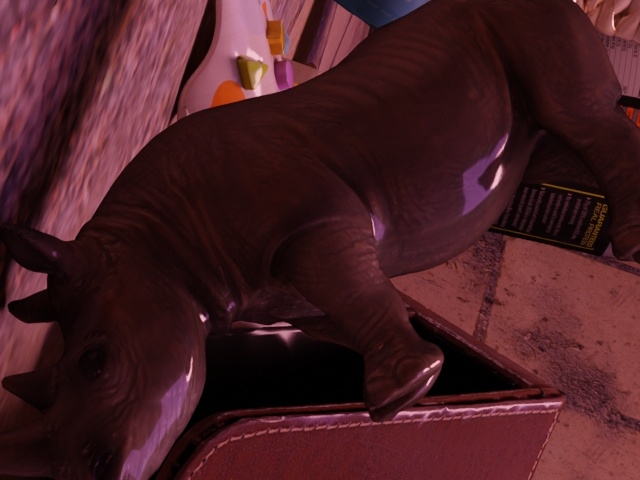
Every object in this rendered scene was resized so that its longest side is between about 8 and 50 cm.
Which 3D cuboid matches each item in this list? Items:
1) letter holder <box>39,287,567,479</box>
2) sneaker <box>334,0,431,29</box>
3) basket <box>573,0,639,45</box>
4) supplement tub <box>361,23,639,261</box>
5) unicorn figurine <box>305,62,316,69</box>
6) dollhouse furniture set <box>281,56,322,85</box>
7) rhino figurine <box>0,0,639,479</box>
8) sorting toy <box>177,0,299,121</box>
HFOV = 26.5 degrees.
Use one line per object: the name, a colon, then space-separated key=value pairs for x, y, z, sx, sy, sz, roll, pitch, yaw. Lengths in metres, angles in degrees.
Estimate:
letter holder: x=-0.067 y=0.165 z=0.556 sx=0.214 sy=0.152 sz=0.302 roll=2 pitch=113 yaw=-48
sneaker: x=0.080 y=-0.174 z=0.436 sx=0.319 sy=0.127 sz=0.208 roll=-30 pitch=-148 yaw=57
basket: x=0.186 y=-0.345 z=1.041 sx=0.328 sy=0.266 sz=0.331 roll=-71 pitch=-178 yaw=-70
supplement tub: x=0.195 y=-0.101 z=1.166 sx=0.207 sy=0.338 sz=0.207 roll=13 pitch=90 yaw=-87
unicorn figurine: x=-0.018 y=-0.089 z=1.139 sx=0.162 sy=0.060 sz=0.111 roll=-46 pitch=170 yaw=-52
dollhouse furniture set: x=0.006 y=-0.039 z=0.931 sx=0.184 sy=0.129 sz=0.129 roll=-75 pitch=-175 yaw=-87
rhino figurine: x=0.000 y=0.000 z=0.395 sx=0.243 sy=0.106 sz=0.073 roll=-28 pitch=166 yaw=-20
sorting toy: x=-0.034 y=-0.091 z=0.602 sx=0.083 sy=0.045 sz=0.075 roll=-69 pitch=159 yaw=-63
